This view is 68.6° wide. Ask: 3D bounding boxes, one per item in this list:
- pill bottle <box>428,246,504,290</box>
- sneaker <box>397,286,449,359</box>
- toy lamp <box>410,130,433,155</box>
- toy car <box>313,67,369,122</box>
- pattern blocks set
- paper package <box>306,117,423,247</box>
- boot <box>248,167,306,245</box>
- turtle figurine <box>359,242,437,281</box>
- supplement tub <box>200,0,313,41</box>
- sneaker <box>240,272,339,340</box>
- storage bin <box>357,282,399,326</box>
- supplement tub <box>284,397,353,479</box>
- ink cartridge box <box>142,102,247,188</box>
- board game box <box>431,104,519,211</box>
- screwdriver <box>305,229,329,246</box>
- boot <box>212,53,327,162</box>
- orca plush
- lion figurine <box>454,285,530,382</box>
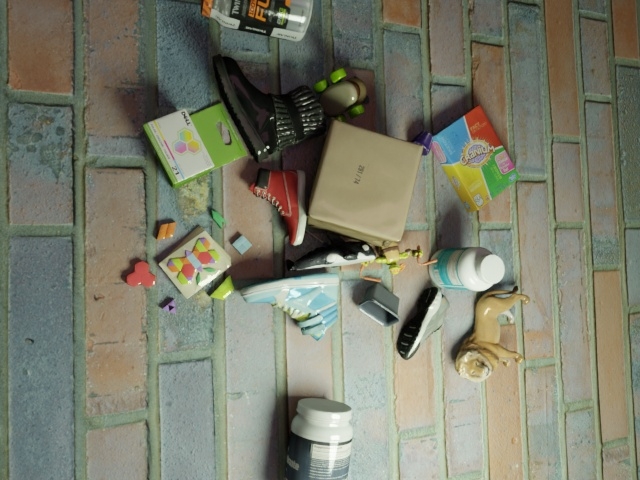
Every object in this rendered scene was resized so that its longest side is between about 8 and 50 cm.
[{"bbox_3d":[0.493,0.095,1.581,0.146,0.264,0.146,1,87,-20],"label":"pill bottle"},{"bbox_3d":[0.363,0.296,1.614,0.108,0.100,0.272,39,75,-19],"label":"sneaker"},{"bbox_3d":[0.308,-0.263,1.636,0.080,0.080,0.275,37,76,-14],"label":"toy lamp"},{"bbox_3d":[0.095,-0.489,1.566,0.188,0.148,0.155,-40,105,-46],"label":"toy car"},{"bbox_3d":[-0.375,0.065,1.398,0.285,0.026,0.325,39,75,-14],"label":"pattern blocks set"},{"bbox_3d":[0.132,-0.174,1.481,0.309,0.168,0.325,15,80,-2],"label":"paper package"},{"bbox_3d":[-0.137,-0.105,1.464,0.176,0.088,0.245,1,79,-19],"label":"boot"},{"bbox_3d":[0.245,0.022,1.589,0.269,0.087,0.218,-11,81,-4],"label":"turtle figurine"},{"bbox_3d":[-0.195,-0.729,1.418,0.315,0.193,0.194,3,86,-19],"label":"supplement tub"},{"bbox_3d":[-0.081,0.214,1.444,0.318,0.127,0.209,-5,87,-19],"label":"sneaker"},{"bbox_3d":[0.199,0.213,1.569,0.135,0.098,0.091,35,49,-14],"label":"storage bin"},{"bbox_3d":[-0.004,0.634,1.412,0.191,0.191,0.273,9,84,-19],"label":"supplement tub"},{"bbox_3d":[-0.362,-0.294,1.385,0.255,0.097,0.189,-29,97,-18],"label":"ink cartridge box"},{"bbox_3d":[0.567,-0.302,1.736,0.242,0.064,0.317,-36,99,-18],"label":"board game box"},{"bbox_3d":[0.000,0.000,1.537,0.169,0.025,0.024,37,76,-15],"label":"screwdriver"},{"bbox_3d":[-0.155,-0.439,1.446,0.260,0.131,0.348,-30,108,-12],"label":"boot"},{"bbox_3d":[0.029,0.031,1.495,0.287,0.151,0.102,-11,79,3],"label":"orca plush"},{"bbox_3d":[0.610,0.323,1.697,0.240,0.142,0.393,16,67,-11],"label":"lion figurine"}]
